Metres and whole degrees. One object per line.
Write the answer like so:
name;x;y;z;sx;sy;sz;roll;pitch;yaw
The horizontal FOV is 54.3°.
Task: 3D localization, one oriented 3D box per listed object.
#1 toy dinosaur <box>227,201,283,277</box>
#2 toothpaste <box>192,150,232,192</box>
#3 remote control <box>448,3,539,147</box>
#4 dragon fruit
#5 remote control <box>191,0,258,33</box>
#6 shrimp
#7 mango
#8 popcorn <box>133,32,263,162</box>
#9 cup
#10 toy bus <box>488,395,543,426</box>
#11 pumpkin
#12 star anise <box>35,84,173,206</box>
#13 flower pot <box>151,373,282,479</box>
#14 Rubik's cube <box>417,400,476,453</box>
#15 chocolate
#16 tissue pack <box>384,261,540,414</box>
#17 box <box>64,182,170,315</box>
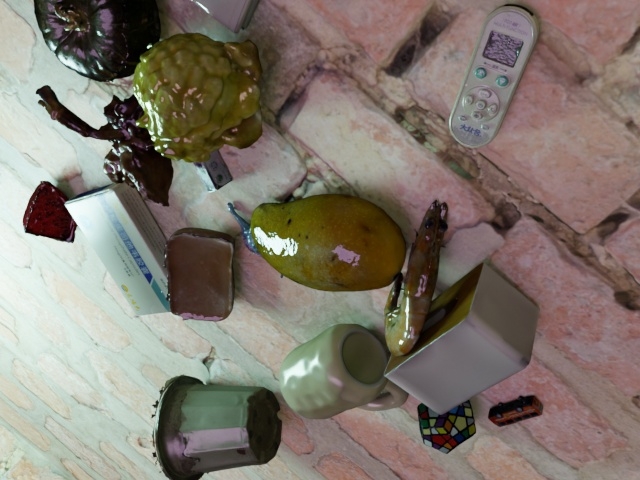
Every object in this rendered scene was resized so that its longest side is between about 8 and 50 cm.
toy dinosaur;-0.132;-0.005;1.319;0.197;0.045;0.080;53;145;-2
toothpaste;-0.244;-0.193;1.254;0.040;0.047;0.196;2;124;49
remote control;0.252;-0.237;0.919;0.078;0.042;0.221;26;131;14
dragon fruit;-0.674;-0.082;1.580;0.127;0.121;0.161;48;119;51
remote control;-0.115;-0.469;0.967;0.103;0.055;0.277;37;132;3
shrimp;0.167;0.066;1.150;0.058;0.169;0.295;12;97;-16
mango;0.001;0.008;1.168;0.330;0.176;0.176;-2;76;30
popcorn;-0.197;-0.251;1.069;0.252;0.205;0.237;-18;147;21
cup;0.059;0.310;1.339;0.255;0.173;0.202;48;134;-6
toy bus;0.392;0.345;1.258;0.043;0.031;0.110;44;133;-12
pumpkin;-0.405;-0.399;1.122;0.238;0.159;0.237;15;123;23
star anise;-0.422;-0.212;1.277;0.346;0.148;0.237;37;139;-9
flower pot;-0.254;0.479;1.605;0.259;0.290;0.290;-9;117;23
Rubik's cube;0.261;0.374;1.304;0.112;0.133;0.133;-8;121;5
chocolate;-0.268;0.069;1.426;0.161;0.083;0.261;10;127;-1
tissue pack;0.255;0.183;1.136;0.136;0.159;0.246;37;133;-5
box;-0.457;0.026;1.523;0.200;0.065;0.343;-10;116;36
